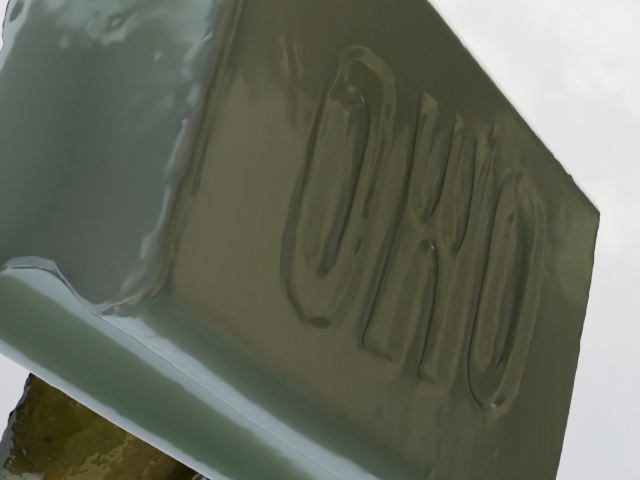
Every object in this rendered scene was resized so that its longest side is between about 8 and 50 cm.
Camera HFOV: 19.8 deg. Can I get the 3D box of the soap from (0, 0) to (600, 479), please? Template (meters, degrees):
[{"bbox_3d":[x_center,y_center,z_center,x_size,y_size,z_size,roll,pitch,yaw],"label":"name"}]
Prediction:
[{"bbox_3d":[0.000,0.000,0.601,0.265,0.088,0.159,42,-125,-52],"label":"soap"}]

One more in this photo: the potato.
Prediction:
[{"bbox_3d":[-0.083,0.082,1.160,0.160,0.111,0.271,31,-93,-54],"label":"potato"}]
